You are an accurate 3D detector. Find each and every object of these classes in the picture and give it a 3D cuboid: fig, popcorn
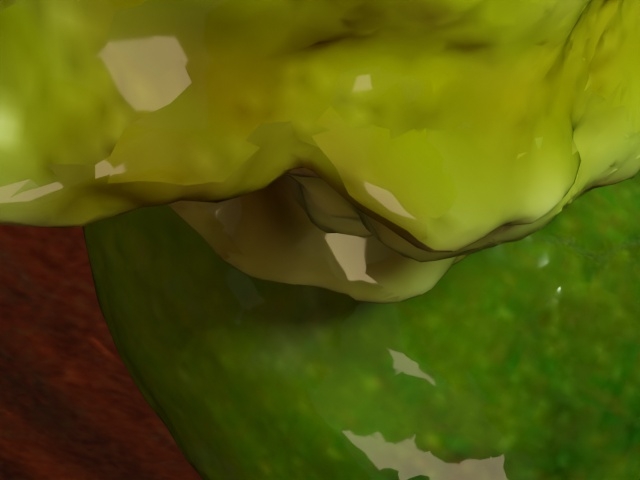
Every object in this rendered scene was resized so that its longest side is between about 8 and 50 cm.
[{"bbox_3d":[0.000,0.000,0.642,0.275,0.206,0.206,35,136,-25],"label":"fig"},{"bbox_3d":[-0.055,-0.134,0.457,0.334,0.294,0.292,29,-175,14],"label":"popcorn"}]
